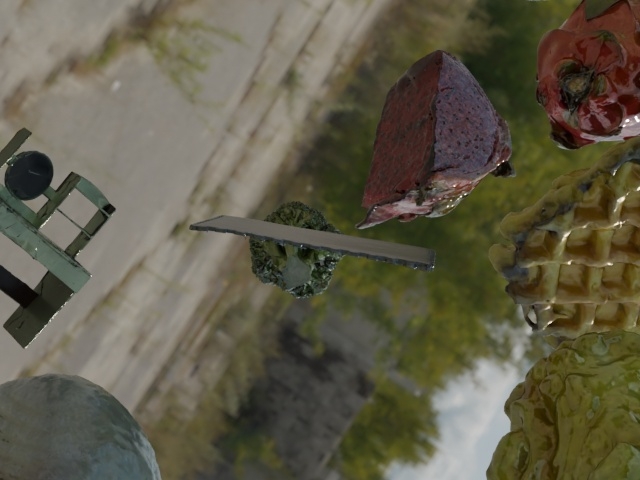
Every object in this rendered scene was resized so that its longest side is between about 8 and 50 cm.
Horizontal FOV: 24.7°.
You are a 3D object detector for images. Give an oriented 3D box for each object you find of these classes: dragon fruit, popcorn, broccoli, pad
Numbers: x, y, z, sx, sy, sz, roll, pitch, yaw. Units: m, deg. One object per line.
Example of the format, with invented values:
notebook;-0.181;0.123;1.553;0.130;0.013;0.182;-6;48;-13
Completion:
dragon fruit;0.402;-0.232;2.012;0.227;0.224;0.224;-64;-177;-37
popcorn;0.286;0.239;1.494;0.250;0.235;0.241;-90;180;-57
broccoli;-0.036;0.012;2.213;0.138;0.146;0.162;-93;-159;-62
dragon fruit;0.099;-0.066;1.175;0.102;0.096;0.147;-20;-132;48
pad;0.000;0.000;1.664;0.269;0.270;0.012;-49;149;-85

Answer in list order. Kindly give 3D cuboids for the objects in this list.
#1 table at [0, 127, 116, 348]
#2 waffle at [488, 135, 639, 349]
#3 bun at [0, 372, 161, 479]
table;-0.298;-0.002;1.477;0.175;0.062;0.146;-50;135;-5
waffle;0.435;0.020;1.882;0.382;0.379;0.095;-31;-147;22
bun;-0.280;0.306;1.422;0.362;0.211;0.362;-35;-140;37
